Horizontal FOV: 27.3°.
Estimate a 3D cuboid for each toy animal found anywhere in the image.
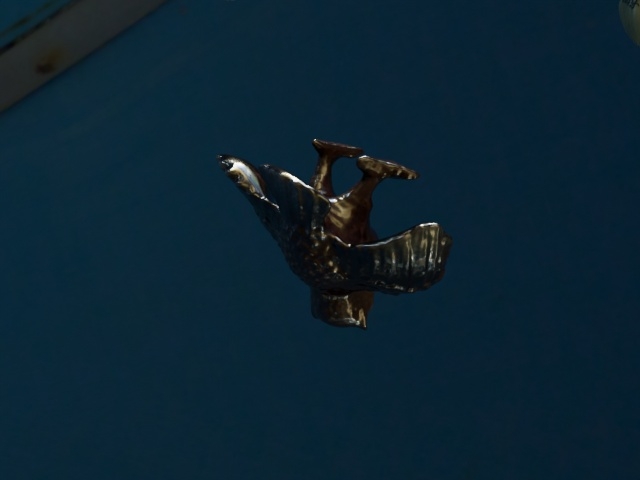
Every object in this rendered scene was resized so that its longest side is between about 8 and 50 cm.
[{"bbox_3d":[0.001,0.006,1.064,0.116,0.218,0.180,-36,-42,-46],"label":"toy animal"}]

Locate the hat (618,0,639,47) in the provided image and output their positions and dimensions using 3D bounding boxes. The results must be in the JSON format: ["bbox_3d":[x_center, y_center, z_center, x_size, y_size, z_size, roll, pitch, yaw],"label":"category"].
[{"bbox_3d":[0.406,-0.280,1.554,0.081,0.122,0.166,-54,-46,-20],"label":"hat"}]
